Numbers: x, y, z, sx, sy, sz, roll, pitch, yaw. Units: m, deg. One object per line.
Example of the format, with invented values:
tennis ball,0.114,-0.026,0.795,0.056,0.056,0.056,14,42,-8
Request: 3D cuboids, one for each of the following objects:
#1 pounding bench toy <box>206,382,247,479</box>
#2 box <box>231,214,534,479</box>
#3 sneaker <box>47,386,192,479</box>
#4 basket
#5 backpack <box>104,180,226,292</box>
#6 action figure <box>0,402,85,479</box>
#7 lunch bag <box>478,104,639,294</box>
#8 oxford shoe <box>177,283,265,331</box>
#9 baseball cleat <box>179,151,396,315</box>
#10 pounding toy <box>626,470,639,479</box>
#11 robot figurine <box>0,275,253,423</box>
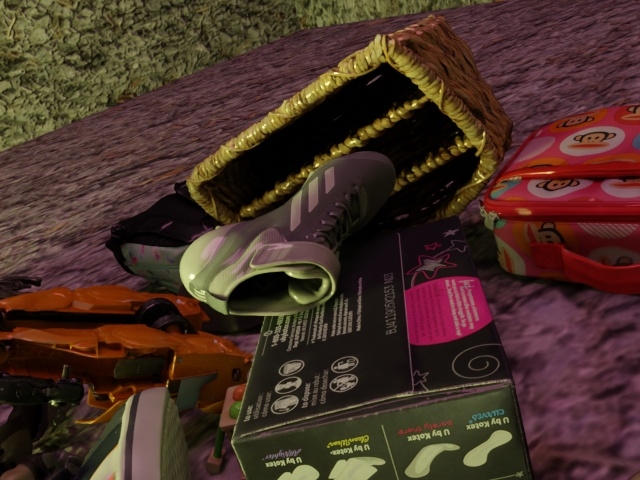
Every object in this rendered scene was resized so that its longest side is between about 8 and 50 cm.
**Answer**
pounding bench toy,-0.060,0.151,0.580,0.083,0.065,0.052,-14,23,6
box,0.049,0.105,0.515,0.163,0.142,0.247,-14,21,9
sneaker,-0.140,0.205,0.431,0.127,0.126,0.321,-12,24,-4
basket,0.045,-0.077,0.802,0.299,0.213,0.223,-28,9,30
backpack,-0.165,0.002,0.932,0.182,0.115,0.152,9,45,44
action figure,-0.280,0.192,0.606,0.185,0.099,0.285,-11,26,-5
lunch bag,0.315,-0.036,0.704,0.293,0.120,0.258,2,33,41
oxford shoe,-0.062,0.060,0.814,0.212,0.076,0.076,-10,-6,21
baseball cleat,0.000,0.000,0.545,0.206,0.072,0.109,-33,39,-25
pounding toy,0.299,0.114,0.412,0.183,0.110,0.237,24,74,42
robot figurine,-0.218,0.097,0.622,0.291,0.085,0.211,4,15,-32
